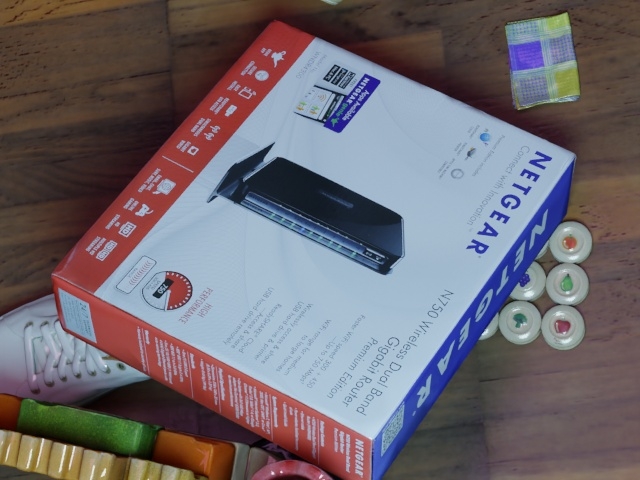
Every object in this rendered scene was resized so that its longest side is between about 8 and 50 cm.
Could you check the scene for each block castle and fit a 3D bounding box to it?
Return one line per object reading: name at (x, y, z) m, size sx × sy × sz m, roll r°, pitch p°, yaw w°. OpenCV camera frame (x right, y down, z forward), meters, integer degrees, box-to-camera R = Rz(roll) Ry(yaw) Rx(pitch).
block castle at (-0.197, 0.283, 1.547) m, size 0.453 × 0.213 × 0.303 m, roll 9°, pitch 82°, yaw 20°

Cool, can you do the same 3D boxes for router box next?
router box at (0.000, 0.000, 1.618) m, size 0.301 × 0.082 × 0.335 m, roll 25°, pitch 56°, yaw 19°

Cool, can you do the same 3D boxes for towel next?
towel at (0.195, -0.157, 1.725) m, size 0.060 × 0.009 × 0.083 m, roll -8°, pitch 75°, yaw 12°

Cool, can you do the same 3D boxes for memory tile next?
memory tile at (0.157, 0.032, 1.686) m, size 0.148 × 0.012 × 0.113 m, roll 5°, pitch 77°, yaw 14°

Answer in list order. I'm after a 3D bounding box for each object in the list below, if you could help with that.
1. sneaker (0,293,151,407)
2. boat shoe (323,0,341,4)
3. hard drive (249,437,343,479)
sneaker at (-0.188, 0.079, 1.698) m, size 0.290 × 0.123 × 0.106 m, roll -13°, pitch 76°, yaw 11°
boat shoe at (-0.055, -0.254, 1.785) m, size 0.190 × 0.068 × 0.072 m, roll 37°, pitch 99°, yaw 28°
hard drive at (-0.062, 0.265, 1.657) m, size 0.255 × 0.054 × 0.172 m, roll -31°, pitch 72°, yaw 4°
